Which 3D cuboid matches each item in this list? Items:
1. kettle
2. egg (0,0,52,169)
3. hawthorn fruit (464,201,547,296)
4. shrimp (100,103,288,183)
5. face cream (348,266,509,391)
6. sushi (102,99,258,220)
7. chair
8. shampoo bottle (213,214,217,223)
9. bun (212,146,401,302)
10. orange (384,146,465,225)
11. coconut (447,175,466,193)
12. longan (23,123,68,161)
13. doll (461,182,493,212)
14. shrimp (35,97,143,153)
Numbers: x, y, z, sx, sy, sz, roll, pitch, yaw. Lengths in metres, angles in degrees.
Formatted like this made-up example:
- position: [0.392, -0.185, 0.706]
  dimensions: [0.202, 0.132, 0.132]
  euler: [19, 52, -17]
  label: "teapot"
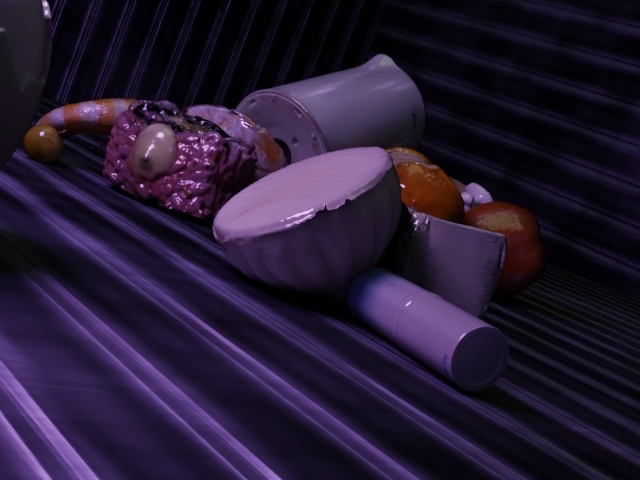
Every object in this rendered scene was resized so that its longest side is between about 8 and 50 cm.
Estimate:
- position: [0.033, -0.171, 2.006]
  dimensions: [0.250, 0.361, 0.376]
  euler: [11, 26, 37]
  label: "kettle"
- position: [-0.411, -0.186, 0.956]
  dimensions: [0.278, 0.336, 0.278]
  euler: [27, 10, -5]
  label: "egg"
- position: [0.335, 0.021, 1.994]
  dimensions: [0.251, 0.199, 0.199]
  euler: [-3, 16, -29]
  label: "hawthorn fruit"
- position: [-0.254, -0.170, 1.904]
  dimensions: [0.445, 0.221, 0.110]
  euler: [13, 35, 28]
  label: "shrimp"
- position: [0.119, 0.097, 1.144]
  dimensions: [0.077, 0.077, 0.250]
  euler: [15, 7, -28]
  label: "face cream"
- position: [-0.243, -0.138, 1.718]
  dimensions: [0.270, 0.171, 0.236]
  euler: [27, 9, 27]
  label: "sushi"
- position: [0.111, 0.014, 1.518]
  dimensions: [0.319, 0.160, 0.186]
  euler: [20, 1, 19]
  label: "chair"
- position: [-0.134, -0.016, 1.542]
  dimensions: [0.077, 0.045, 0.152]
  euler: [18, 7, -5]
  label: "shampoo bottle"
- position: [0.000, 0.000, 1.306]
  dimensions: [0.263, 0.175, 0.263]
  euler: [-18, 20, 7]
  label: "bun"
- position: [0.157, -0.054, 1.847]
  dimensions: [0.240, 0.240, 0.240]
  euler: [18, 6, -2]
  label: "orange"
- position: [0.217, -0.068, 2.283]
  dimensions: [0.245, 0.233, 0.233]
  euler: [24, 4, -26]
  label: "coconut"
- position: [-0.492, -0.179, 1.760]
  dimensions: [0.075, 0.083, 0.075]
  euler: [53, -8, 11]
  label: "longan"
- position: [0.254, -0.079, 2.088]
  dimensions: [0.271, 0.208, 0.144]
  euler: [-30, 51, -27]
  label: "doll"
- position: [-0.441, -0.208, 1.846]
  dimensions: [0.287, 0.068, 0.185]
  euler: [-16, -16, 24]
  label: "shrimp"
